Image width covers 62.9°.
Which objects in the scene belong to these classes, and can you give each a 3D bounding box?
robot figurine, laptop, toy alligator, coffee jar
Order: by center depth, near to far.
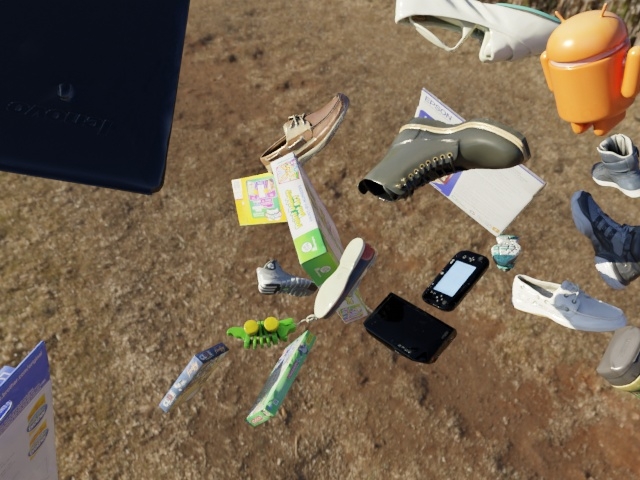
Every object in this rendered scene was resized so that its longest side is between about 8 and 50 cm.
[{"bbox_3d":[-0.318,-0.260,0.474,0.382,0.236,0.408,9,26,-20],"label":"laptop"},{"bbox_3d":[0.516,0.213,0.786,0.184,0.079,0.096,35,72,5],"label":"coffee jar"},{"bbox_3d":[0.463,-0.290,0.893,0.128,0.219,0.158,-18,30,17],"label":"robot figurine"},{"bbox_3d":[-0.089,0.185,1.041,0.190,0.056,0.051,-7,58,-9],"label":"toy alligator"}]

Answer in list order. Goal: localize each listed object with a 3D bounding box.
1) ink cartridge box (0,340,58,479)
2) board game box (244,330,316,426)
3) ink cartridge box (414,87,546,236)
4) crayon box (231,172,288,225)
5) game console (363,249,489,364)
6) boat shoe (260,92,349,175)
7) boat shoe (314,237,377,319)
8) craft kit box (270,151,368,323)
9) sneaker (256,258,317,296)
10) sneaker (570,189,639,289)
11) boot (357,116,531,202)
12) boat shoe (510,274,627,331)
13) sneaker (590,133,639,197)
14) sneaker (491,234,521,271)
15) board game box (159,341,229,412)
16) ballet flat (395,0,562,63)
[{"bbox_3d":[-0.336,0.264,0.510,0.065,0.311,0.186,16,29,1],"label":"ink cartridge box"},{"bbox_3d":[-0.138,0.480,1.822,0.046,0.213,0.317,36,53,-6],"label":"board game box"},{"bbox_3d":[0.329,-0.170,1.139,0.303,0.307,0.072,43,75,14],"label":"ink cartridge box"},{"bbox_3d":[-0.181,-0.142,1.767,0.081,0.165,0.278,-15,9,-41],"label":"crayon box"},{"bbox_3d":[0.298,0.154,1.384,0.213,0.044,0.361,29,65,39],"label":"game console"},{"bbox_3d":[-0.050,-0.297,1.479,0.116,0.324,0.123,38,27,-19],"label":"boat shoe"},{"bbox_3d":[0.039,0.063,0.798,0.049,0.043,0.137,22,79,51],"label":"boat shoe"},{"bbox_3d":[0.000,0.000,0.996,0.061,0.250,0.246,-26,52,5],"label":"craft kit box"},{"bbox_3d":[-0.118,0.120,1.817,0.229,0.086,0.132,8,44,-35],"label":"sneaker"},{"bbox_3d":[0.727,-0.027,1.272,0.101,0.153,0.268,9,58,-39],"label":"sneaker"},{"bbox_3d":[0.158,-0.092,0.695,0.198,0.077,0.137,16,58,50],"label":"boot"},{"bbox_3d":[0.608,0.148,1.302,0.277,0.096,0.098,13,30,41],"label":"boat shoe"},{"bbox_3d":[0.803,-0.223,1.446,0.086,0.163,0.226,-36,19,8],"label":"sneaker"},{"bbox_3d":[0.437,0.041,1.224,0.065,0.076,0.166,3,16,26],"label":"sneaker"},{"bbox_3d":[-0.432,0.468,1.798,0.042,0.243,0.165,41,17,13],"label":"board game box"},{"bbox_3d":[0.351,-0.474,1.180,0.400,0.139,0.139,24,43,9],"label":"ballet flat"}]
